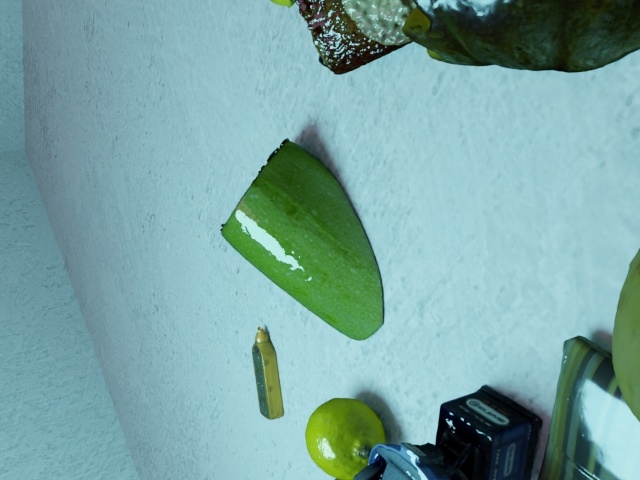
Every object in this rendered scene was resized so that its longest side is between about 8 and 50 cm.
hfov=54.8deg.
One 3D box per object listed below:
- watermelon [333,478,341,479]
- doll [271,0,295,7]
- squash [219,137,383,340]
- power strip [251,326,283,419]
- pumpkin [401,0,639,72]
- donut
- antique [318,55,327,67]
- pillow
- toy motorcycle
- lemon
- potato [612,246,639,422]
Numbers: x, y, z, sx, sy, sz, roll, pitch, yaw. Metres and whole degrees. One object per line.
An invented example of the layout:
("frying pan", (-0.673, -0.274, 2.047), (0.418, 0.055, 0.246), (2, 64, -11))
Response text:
("watermelon", (0.062, 0.371, 0.900), (0.135, 0.125, 0.094), (-13, 56, 30))
("doll", (-0.068, -0.384, 0.661), (0.237, 0.111, 0.252), (92, 165, -65))
("squash", (0.000, 0.000, 0.898), (0.260, 0.189, 0.189), (36, 141, -2))
("power strip", (-0.099, 0.243, 1.126), (0.049, 0.028, 0.178), (7, 105, 57))
("pumpkin", (0.168, -0.195, 0.472), (0.149, 0.130, 0.254), (63, 143, 23))
("donut", (0.058, -0.256, 0.644), (0.186, 0.144, 0.126), (-11, 99, 34))
("antique", (0.027, -0.307, 0.758), (0.031, 0.015, 0.192), (48, 136, 40))
("pillow", (0.275, 0.213, 0.513), (0.212, 0.052, 0.208), (28, 120, 49))
("toy motorcycle", (0.127, 0.350, 0.659), (0.125, 0.212, 0.358), (27, 118, 53))
("lemon", (0.035, 0.273, 0.854), (0.133, 0.109, 0.109), (-13, 89, 66))
("potato", (0.277, 0.038, 0.309), (0.285, 0.242, 0.242), (-3, 98, 55))
